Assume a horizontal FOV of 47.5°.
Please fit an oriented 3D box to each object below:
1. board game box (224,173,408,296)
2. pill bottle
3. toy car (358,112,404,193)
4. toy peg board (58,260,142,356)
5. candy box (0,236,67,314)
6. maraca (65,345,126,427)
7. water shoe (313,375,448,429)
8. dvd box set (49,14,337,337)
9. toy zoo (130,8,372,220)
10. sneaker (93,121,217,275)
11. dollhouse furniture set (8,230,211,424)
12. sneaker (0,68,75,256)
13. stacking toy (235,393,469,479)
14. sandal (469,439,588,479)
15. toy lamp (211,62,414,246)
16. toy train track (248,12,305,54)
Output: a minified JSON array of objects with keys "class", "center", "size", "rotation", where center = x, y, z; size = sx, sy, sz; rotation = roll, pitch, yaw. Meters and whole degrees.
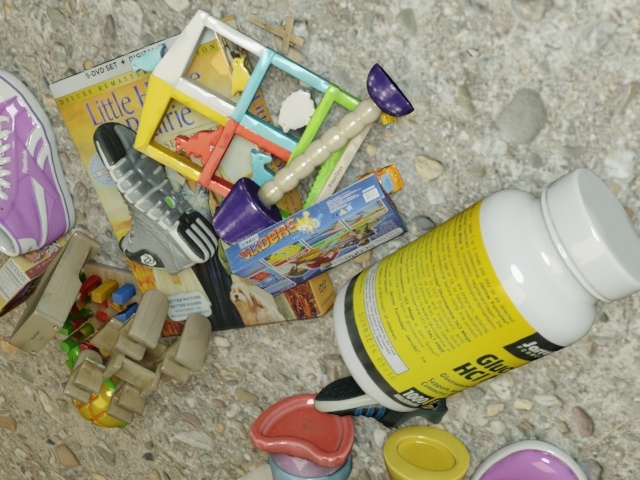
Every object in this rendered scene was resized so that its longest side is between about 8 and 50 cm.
[{"class":"board game box","center":[0.000,0.000,0.902],"size":[0.201,0.136,0.035],"rotation":[-26,67,9]},{"class":"pill bottle","center":[0.189,0.060,0.843],"size":[0.334,0.188,0.188],"rotation":[-34,96,35]},{"class":"toy car","center":[0.067,-0.105,0.912],"size":[0.060,0.040,0.122],"rotation":[2,115,26]},{"class":"toy peg board","center":[-0.369,0.129,1.218],"size":[0.160,0.079,0.161],"rotation":[12,119,21]},{"class":"candy box","center":[-0.512,0.067,1.240],"size":[0.186,0.109,0.053],"rotation":[-35,96,34]},{"class":"maraca","center":[-0.397,0.256,1.286],"size":[0.185,0.099,0.127],"rotation":[37,134,26]},{"class":"water shoe","center":[0.083,0.242,1.054],"size":[0.203,0.073,0.080],"rotation":[-14,106,31]},{"class":"dvd box set","center":[-0.181,-0.068,1.039],"size":[0.307,0.062,0.421],"rotation":[-10,109,29]},{"class":"toy zoo","center":[-0.101,-0.150,0.906],"size":[0.293,0.030,0.192],"rotation":[28,108,-6]},{"class":"sneaker","center":[-0.257,-0.041,1.002],"size":[0.132,0.086,0.229],"rotation":[-31,100,36]},{"class":"dollhouse furniture set","center":[-0.311,0.127,1.102],"size":[0.242,0.161,0.212],"rotation":[34,128,-22]},{"class":"sneaker","center":[-0.484,-0.113,1.108],"size":[0.102,0.161,0.282],"rotation":[-8,109,30]},{"class":"stacking toy","center":[0.027,0.363,1.022],"size":[0.308,0.279,0.131],"rotation":[14,118,25]},{"class":"sandal","center":[0.251,0.459,1.060],"size":[0.169,0.102,0.416],"rotation":[31,123,10]},{"class":"toy lamp","center":[-0.016,-0.092,0.863],"size":[0.274,0.080,0.080],"rotation":[-40,93,15]},{"class":"toy train track","center":[-0.053,-0.265,0.911],"size":[0.083,0.014,0.048],"rotation":[30,131,17]}]
